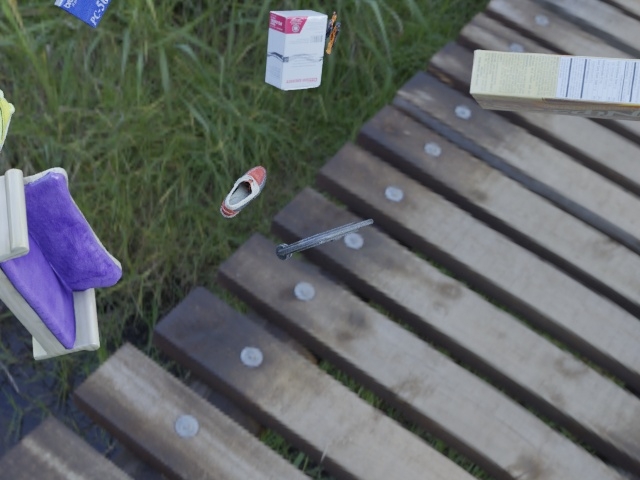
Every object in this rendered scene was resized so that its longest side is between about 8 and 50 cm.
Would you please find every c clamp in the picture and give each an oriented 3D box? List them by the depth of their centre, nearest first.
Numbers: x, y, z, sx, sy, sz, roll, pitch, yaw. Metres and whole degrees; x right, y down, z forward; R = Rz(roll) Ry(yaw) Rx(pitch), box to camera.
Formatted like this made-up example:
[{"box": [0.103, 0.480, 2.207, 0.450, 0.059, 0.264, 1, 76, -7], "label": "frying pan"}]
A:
[{"box": [0.000, 0.000, 1.207, 0.160, 0.137, 0.022, -18, 91, -51], "label": "c clamp"}]

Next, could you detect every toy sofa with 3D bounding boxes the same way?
[{"box": [-0.449, 0.047, 1.462, 0.177, 0.362, 0.150, -13, 58, -2], "label": "toy sofa"}]

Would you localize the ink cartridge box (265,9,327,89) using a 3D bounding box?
[{"box": [-0.052, -0.396, 1.851, 0.109, 0.150, 0.063, -13, 31, -38], "label": "ink cartridge box"}]

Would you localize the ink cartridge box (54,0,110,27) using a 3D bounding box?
[{"box": [-0.510, -0.601, 2.030, 0.097, 0.207, 0.046, 29, 2, -36], "label": "ink cartridge box"}]

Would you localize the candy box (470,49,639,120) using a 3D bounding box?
[{"box": [0.445, -0.280, 1.623, 0.316, 0.183, 0.088, 7, 92, 17], "label": "candy box"}]

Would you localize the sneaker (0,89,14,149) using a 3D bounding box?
[{"box": [-0.396, -0.162, 0.911, 0.145, 0.385, 0.147, 31, 33, 14], "label": "sneaker"}]

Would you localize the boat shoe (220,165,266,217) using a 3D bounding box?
[{"box": [-0.147, -0.101, 1.740, 0.049, 0.043, 0.137, 36, 58, 3], "label": "boat shoe"}]

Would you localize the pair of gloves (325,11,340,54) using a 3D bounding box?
[{"box": [0.022, -0.457, 1.959, 0.010, 0.074, 0.083, 11, 35, -20], "label": "pair of gloves"}]
